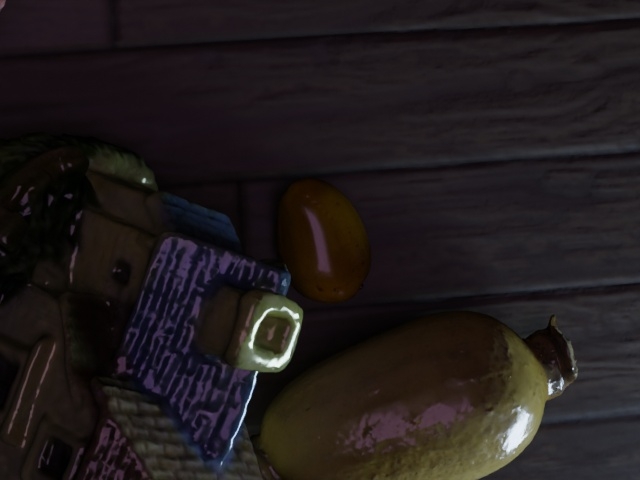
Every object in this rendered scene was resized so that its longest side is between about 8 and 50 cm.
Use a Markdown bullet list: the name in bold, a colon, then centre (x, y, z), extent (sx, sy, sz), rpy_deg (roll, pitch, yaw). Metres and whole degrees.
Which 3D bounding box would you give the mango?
- **mango**: centre (0.000, 0.000, 1.546), extent (0.080, 0.060, 0.114), rpy_deg (-27, 100, -8)

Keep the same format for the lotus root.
- **lotus root**: centre (0.083, 0.145, 1.551), extent (0.303, 0.131, 0.146), rpy_deg (-18, 104, -8)

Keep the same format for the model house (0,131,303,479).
- **model house**: centre (-0.169, 0.097, 1.383), extent (0.261, 0.266, 0.321), rpy_deg (16, 95, -55)

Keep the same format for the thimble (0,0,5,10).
- **thimble**: centre (-0.330, -0.260, 1.354), extent (0.239, 0.239, 0.162), rpy_deg (22, 97, -14)
